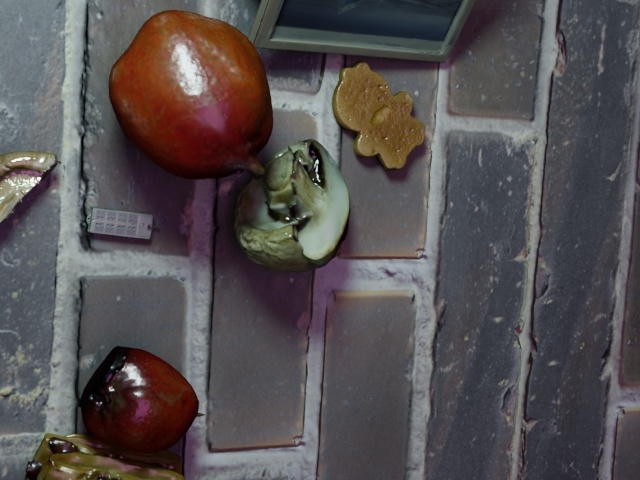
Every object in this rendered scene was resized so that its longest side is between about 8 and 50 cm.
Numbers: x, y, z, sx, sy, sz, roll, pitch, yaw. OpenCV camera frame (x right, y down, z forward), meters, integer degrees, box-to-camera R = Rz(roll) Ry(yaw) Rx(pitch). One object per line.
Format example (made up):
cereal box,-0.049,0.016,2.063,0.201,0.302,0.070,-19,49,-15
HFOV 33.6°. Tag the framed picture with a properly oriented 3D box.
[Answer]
framed picture,0.113,-0.478,1.949,0.446,0.028,0.326,-2,135,-30

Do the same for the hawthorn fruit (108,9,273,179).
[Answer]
hawthorn fruit,-0.221,-0.243,1.822,0.295,0.311,0.295,-8,136,-8

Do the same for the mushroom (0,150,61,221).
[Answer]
mushroom,-0.550,-0.089,1.828,0.094,0.072,0.210,45,76,-23

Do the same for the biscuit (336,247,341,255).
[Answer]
biscuit,0.000,0.000,2.104,0.078,0.015,0.091,-31,107,-15

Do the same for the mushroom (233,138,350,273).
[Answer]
mushroom,-0.060,-0.048,1.996,0.189,0.164,0.267,38,45,-46

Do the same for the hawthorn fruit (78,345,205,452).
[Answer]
hawthorn fruit,-0.318,0.298,1.934,0.251,0.189,0.189,30,85,-43

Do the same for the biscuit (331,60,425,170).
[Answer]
biscuit,0.108,-0.247,2.107,0.225,0.036,0.166,42,80,-19

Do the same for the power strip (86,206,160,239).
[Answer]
power strip,-0.360,-0.031,1.945,0.136,0.019,0.051,8,92,-23

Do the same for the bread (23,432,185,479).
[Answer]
bread,-0.397,0.555,1.915,0.314,0.191,0.370,13,93,-24
